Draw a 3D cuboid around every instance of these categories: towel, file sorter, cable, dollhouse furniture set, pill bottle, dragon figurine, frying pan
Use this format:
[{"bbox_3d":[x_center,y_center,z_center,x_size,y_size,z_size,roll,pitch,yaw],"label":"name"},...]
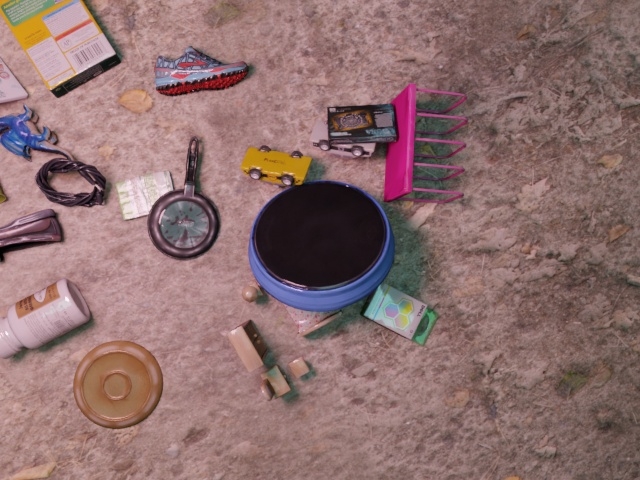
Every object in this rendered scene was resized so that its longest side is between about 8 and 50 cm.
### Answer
[{"bbox_3d":[-0.480,-0.124,1.792,0.152,0.023,0.113,-14,85,-5],"label":"towel"},{"bbox_3d":[0.296,-0.256,1.803,0.182,0.202,0.290,4,85,-10],"label":"file sorter"},{"bbox_3d":[-0.664,-0.153,1.714,0.185,0.150,0.047,12,46,-5],"label":"cable"},{"bbox_3d":[-0.047,0.211,1.711,0.356,0.174,0.303,-30,91,2],"label":"dollhouse furniture set"},{"bbox_3d":[-0.731,0.206,1.679,0.229,0.131,0.131,-29,90,-8],"label":"pill bottle"},{"bbox_3d":[-0.790,-0.265,1.730,0.144,0.085,0.289,-45,91,-8],"label":"dragon figurine"},{"bbox_3d":[-0.341,-0.100,1.779,0.197,0.053,0.326,30,85,-16],"label":"frying pan"}]

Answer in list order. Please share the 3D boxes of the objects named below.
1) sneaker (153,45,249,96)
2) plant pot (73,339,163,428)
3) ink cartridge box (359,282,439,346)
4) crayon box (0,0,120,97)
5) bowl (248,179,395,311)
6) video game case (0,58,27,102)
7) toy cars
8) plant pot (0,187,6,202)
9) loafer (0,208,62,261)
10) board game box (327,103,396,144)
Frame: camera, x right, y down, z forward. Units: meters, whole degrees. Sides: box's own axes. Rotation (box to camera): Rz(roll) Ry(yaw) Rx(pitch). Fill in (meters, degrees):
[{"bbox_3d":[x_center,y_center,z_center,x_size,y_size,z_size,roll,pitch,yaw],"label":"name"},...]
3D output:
[{"bbox_3d":[-0.332,-0.484,1.793,0.262,0.104,0.125,-10,85,-8],"label":"sneaker"},{"bbox_3d":[-0.544,0.387,1.739,0.237,0.032,0.236,1,85,-7],"label":"plant pot"},{"bbox_3d":[0.229,0.209,1.827,0.209,0.062,0.109,28,82,-4],"label":"ink cartridge box"},{"bbox_3d":[-0.721,-0.581,1.763,0.203,0.083,0.322,-32,91,-8],"label":"crayon box"},{"bbox_3d":[0.000,0.000,1.709,0.391,0.077,0.391,-2,54,3],"label":"bowl"},{"bbox_3d":[-0.881,-0.420,1.708,0.143,0.019,0.157,51,40,6],"label":"video game case"},{"bbox_3d":[-0.025,-0.234,1.816,0.394,0.087,0.176,-23,58,-10],"label":"toy cars"},{"bbox_3d":[-0.884,-0.144,1.719,0.083,0.083,0.079,-15,76,-8],"label":"plant pot"},{"bbox_3d":[-0.831,0.012,1.698,0.303,0.109,0.095,-24,93,-11],"label":"loafer"},{"bbox_3d":[0.112,-0.322,1.794,0.186,0.026,0.126,-2,56,3],"label":"board game box"}]
